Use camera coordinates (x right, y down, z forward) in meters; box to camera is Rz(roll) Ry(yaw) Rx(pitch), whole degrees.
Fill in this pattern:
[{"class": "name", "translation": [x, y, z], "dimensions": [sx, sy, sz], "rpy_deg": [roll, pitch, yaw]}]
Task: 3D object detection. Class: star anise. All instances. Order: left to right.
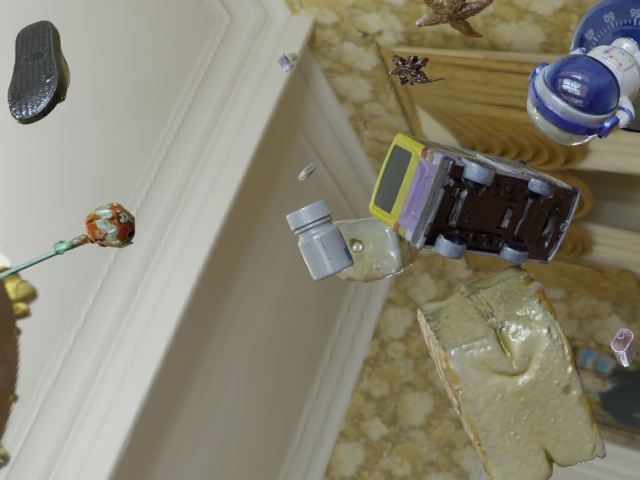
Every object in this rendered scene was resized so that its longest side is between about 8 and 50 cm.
[{"class": "star anise", "translation": [0.284, -0.493, 2.442], "dimensions": [0.070, 0.191, 0.097], "rpy_deg": [-36, -51, -49]}]

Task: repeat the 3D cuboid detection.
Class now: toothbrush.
[{"class": "toothbrush", "translation": [-0.051, -0.286, 1.309], "dimensions": [0.025, 0.019, 0.275], "rpy_deg": [50, -171, -12]}]

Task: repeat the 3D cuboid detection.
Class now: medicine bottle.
[{"class": "medicine bottle", "translation": [0.000, 0.000, 1.891], "dimensions": [0.105, 0.105, 0.168], "rpy_deg": [-27, -87, -57]}]

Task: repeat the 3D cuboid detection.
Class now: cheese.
[{"class": "cheese", "translation": [0.135, 0.019, 2.218], "dimensions": [0.251, 0.248, 0.173], "rpy_deg": [-19, -80, -63]}]

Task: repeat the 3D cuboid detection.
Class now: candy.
[{"class": "candy", "translation": [-0.463, 0.019, 1.488], "dimensions": [0.078, 0.288, 0.084], "rpy_deg": [-78, -37, -85]}]

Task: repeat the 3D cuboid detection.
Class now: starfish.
[{"class": "starfish", "translation": [0.374, -0.635, 2.312], "dimensions": [0.240, 0.227, 0.043], "rpy_deg": [30, -122, -29]}]

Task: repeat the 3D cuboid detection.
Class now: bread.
[{"class": "bread", "translation": [0.408, 0.298, 1.826], "dimensions": [0.371, 0.279, 0.390], "rpy_deg": [-90, -21, -79]}]

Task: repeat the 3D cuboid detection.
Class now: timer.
[{"class": "timer", "translation": [0.476, -0.263, 1.338], "dimensions": [0.383, 0.270, 0.270], "rpy_deg": [-31, -51, -36]}]

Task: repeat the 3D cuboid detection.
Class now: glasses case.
[{"class": "glasses case", "translation": [-0.035, -0.185, 2.247], "dimensions": [0.032, 0.021, 0.083], "rpy_deg": [-56, -7, 34]}]

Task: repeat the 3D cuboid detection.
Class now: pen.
[{"class": "pen", "translation": [0.624, 0.217, 1.704], "dimensions": [0.053, 0.032, 0.197], "rpy_deg": [-56, -32, -4]}]

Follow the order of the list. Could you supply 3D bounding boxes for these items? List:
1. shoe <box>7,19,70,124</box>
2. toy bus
[{"class": "shoe", "translation": [-0.524, -0.308, 1.583], "dimensions": [0.093, 0.108, 0.241], "rpy_deg": [64, -167, -58]}, {"class": "toy bus", "translation": [0.350, -0.088, 1.874], "dimensions": [0.440, 0.249, 0.209], "rpy_deg": [6, -70, -37]}]
